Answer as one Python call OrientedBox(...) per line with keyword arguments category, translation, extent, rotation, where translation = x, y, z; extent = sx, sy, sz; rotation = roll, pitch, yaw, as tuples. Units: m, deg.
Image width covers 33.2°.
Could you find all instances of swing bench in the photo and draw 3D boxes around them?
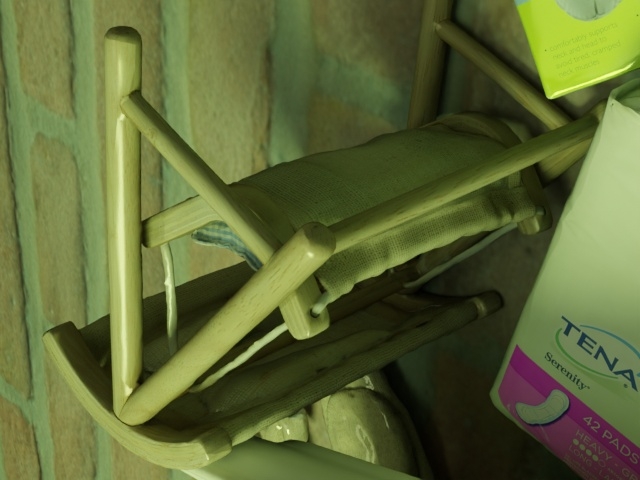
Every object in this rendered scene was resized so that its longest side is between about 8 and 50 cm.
OrientedBox(category="swing bench", translation=(0.000, 0.000, 0.638), extent=(0.165, 0.253, 0.254), rotation=(46, 137, 24))

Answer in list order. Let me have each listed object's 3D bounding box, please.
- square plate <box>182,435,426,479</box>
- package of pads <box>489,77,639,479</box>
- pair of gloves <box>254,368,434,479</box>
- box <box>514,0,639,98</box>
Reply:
OrientedBox(category="square plate", translation=(0.118, 0.207, 0.637), extent=(0.347, 0.049, 0.344), rotation=(7, 156, 47))
OrientedBox(category="package of pads", translation=(0.239, 0.072, 0.523), extent=(0.296, 0.101, 0.229), rotation=(39, 134, 29))
OrientedBox(category="pair of gloves", translation=(-0.004, 0.162, 0.895), extent=(0.240, 0.042, 0.204), rotation=(-30, 82, 49))
OrientedBox(category="box", translation=(0.140, -0.173, 0.540), extent=(0.109, 0.042, 0.178), rotation=(-18, 94, 36))
